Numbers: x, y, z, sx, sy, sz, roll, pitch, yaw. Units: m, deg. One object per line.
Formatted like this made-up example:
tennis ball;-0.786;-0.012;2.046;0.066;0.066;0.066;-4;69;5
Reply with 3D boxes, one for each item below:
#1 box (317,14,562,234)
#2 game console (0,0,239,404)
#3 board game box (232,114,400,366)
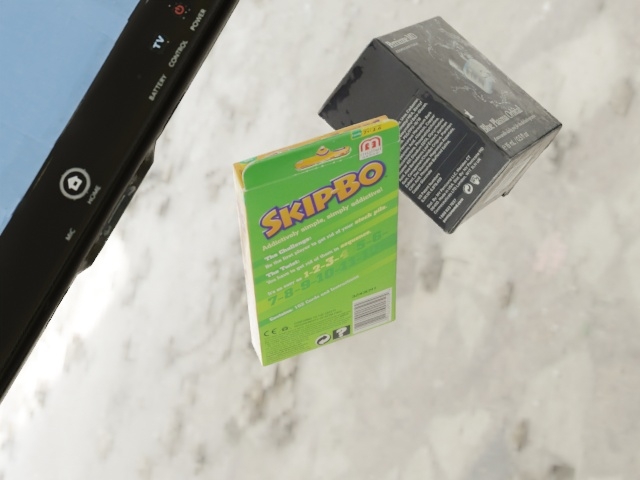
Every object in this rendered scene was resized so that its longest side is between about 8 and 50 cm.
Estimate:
box;0.108;-0.106;1.292;0.158;0.156;0.093;42;119;9
game console;-0.044;-0.095;0.399;0.213;0.044;0.361;28;86;28
board game box;0.000;0.000;1.154;0.259;0.124;0.039;89;159;-55
